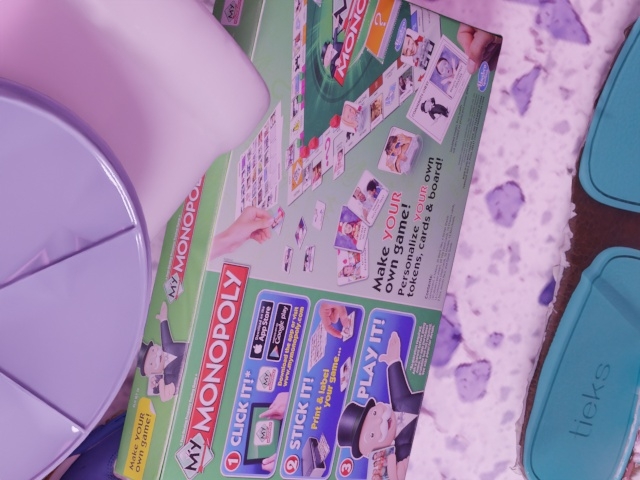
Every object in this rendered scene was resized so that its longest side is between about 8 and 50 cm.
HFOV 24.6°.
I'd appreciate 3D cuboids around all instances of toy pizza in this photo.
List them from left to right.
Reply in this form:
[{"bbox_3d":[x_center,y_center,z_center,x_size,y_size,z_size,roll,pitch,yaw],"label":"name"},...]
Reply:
[{"bbox_3d":[-0.162,0.027,0.585,0.201,0.032,0.201,-15,118,-29],"label":"toy pizza"}]

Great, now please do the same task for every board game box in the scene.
[{"bbox_3d":[0.000,0.000,0.917,0.213,0.046,0.317,12,91,-43],"label":"board game box"}]

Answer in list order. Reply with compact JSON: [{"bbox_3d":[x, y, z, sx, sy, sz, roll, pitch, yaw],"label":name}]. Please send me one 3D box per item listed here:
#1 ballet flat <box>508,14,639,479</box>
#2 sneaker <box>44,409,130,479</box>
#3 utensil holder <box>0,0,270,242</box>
[{"bbox_3d":[0.241,0.003,1.025,0.147,0.147,0.409,18,94,-21],"label":"ballet flat"},{"bbox_3d":[-0.152,0.225,0.892,0.112,0.131,0.296,45,80,-17],"label":"sneaker"},{"bbox_3d":[-0.264,-0.017,0.719,0.327,0.327,0.385,38,85,-20],"label":"utensil holder"}]
